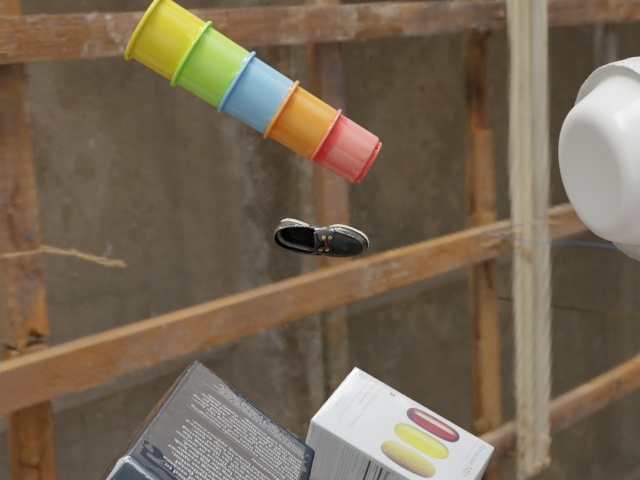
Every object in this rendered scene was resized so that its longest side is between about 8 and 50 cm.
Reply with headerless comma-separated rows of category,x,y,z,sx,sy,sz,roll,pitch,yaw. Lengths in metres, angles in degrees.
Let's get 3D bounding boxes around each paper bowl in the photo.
paper bowl,0.439,-0.109,1.534,0.148,0.284,0.284,-16,-71,-16

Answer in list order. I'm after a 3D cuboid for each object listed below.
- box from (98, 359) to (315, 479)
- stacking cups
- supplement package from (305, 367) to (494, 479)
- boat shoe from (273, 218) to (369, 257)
box,-0.185,0.356,1.294,0.212,0.395,0.294,38,-80,-2
stacking cups,-0.073,-0.177,1.317,0.316,0.096,0.096,30,-110,-8
supplement package,0.111,0.328,1.647,0.139,0.244,0.134,-46,-23,-43
boat shoe,0.000,0.002,1.525,0.042,0.132,0.049,-63,-19,-67
